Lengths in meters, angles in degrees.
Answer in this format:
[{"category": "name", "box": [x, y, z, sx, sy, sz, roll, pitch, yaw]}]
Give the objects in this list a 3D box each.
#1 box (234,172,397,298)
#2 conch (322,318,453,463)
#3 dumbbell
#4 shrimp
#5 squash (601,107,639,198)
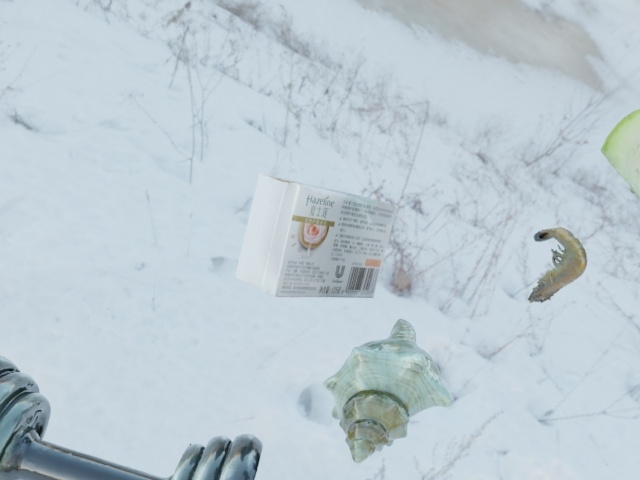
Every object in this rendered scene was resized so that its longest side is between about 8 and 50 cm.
[{"category": "box", "box": [0.000, 0.000, 0.747, 0.081, 0.135, 0.199, 18, 7, 40]}, {"category": "conch", "box": [0.087, 0.167, 0.705, 0.137, 0.114, 0.234, 18, 50, 33]}, {"category": "dumbbell", "box": [-0.233, 0.245, 0.603, 0.407, 0.179, 0.179, 19, 41, -2]}, {"category": "shrimp", "box": [0.448, 0.047, 1.167, 0.034, 0.178, 0.124, -10, 60, -29]}, {"category": "squash", "box": [0.614, -0.077, 0.959, 0.309, 0.210, 0.233, 34, 25, -56]}]
